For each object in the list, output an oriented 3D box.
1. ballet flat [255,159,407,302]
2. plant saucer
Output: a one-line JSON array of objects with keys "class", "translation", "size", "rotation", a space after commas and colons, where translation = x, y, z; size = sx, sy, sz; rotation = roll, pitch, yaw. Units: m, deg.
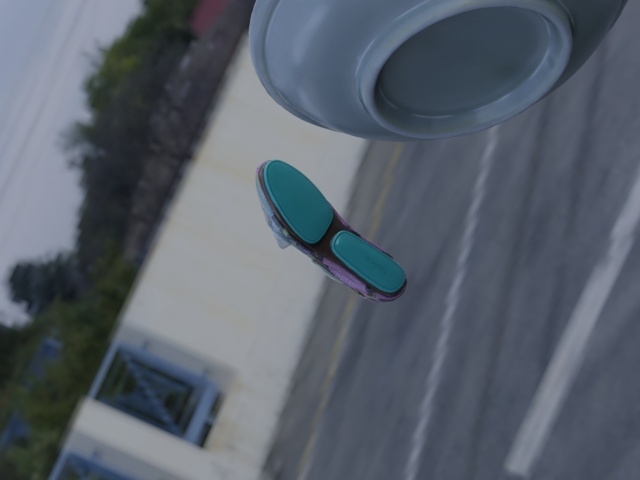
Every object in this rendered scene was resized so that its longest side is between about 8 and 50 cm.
[{"class": "ballet flat", "translation": [0.000, 0.000, 2.028], "size": [0.077, 0.221, 0.079], "rotation": [-56, 10, -33]}, {"class": "plant saucer", "translation": [0.133, -0.201, 1.748], "size": [0.400, 0.400, 0.100], "rotation": [120, 142, -49]}]
